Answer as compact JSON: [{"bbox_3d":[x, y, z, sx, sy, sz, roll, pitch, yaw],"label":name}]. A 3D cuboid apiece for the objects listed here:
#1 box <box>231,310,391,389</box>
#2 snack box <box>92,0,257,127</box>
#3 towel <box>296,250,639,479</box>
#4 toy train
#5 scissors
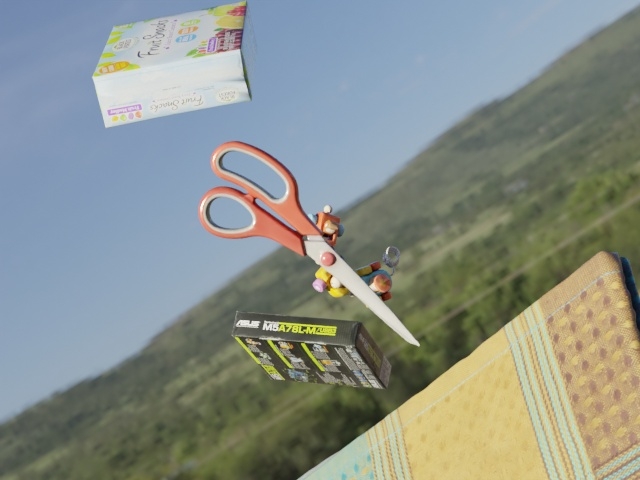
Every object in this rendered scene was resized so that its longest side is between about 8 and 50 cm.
[{"bbox_3d":[-0.010,0.158,2.052,0.184,0.045,0.191,5,-23,20],"label":"box"},{"bbox_3d":[-0.167,-0.212,1.709,0.174,0.070,0.207,-10,23,5],"label":"snack box"},{"bbox_3d":[0.100,0.210,0.937,0.040,0.271,0.370,17,-43,-33],"label":"towel"},{"bbox_3d":[0.050,0.025,2.052,0.046,0.166,0.125,-15,56,58],"label":"toy train"},{"bbox_3d":[0.000,0.000,1.552,0.109,0.297,0.021,-61,-7,11],"label":"scissors"}]
